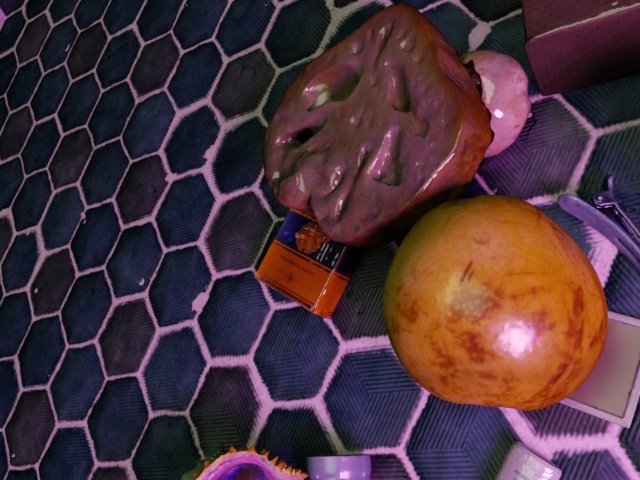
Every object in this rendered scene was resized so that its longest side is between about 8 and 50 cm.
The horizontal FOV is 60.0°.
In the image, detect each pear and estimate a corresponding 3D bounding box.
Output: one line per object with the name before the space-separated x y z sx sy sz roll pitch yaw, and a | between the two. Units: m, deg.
pear | 0.213 0.079 0.708 0.281 0.281 0.280 -10 69 28

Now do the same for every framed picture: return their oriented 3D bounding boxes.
framed picture | 0.348 0.155 0.768 0.183 0.011 0.142 16 83 33

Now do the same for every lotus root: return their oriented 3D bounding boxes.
lotus root | 0.077 -0.177 0.862 0.390 0.111 0.374 21 89 45

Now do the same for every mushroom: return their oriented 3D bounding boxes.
mushroom | 0.256 -0.215 0.872 0.127 0.166 0.166 -15 57 -23

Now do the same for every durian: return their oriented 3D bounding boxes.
durian | -0.146 0.450 0.873 0.154 0.186 0.260 30 65 24

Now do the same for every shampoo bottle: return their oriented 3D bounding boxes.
shampoo bottle | 0.245 0.369 0.742 0.069 0.041 0.190 30 91 29

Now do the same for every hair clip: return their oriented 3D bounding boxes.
hair clip | 0.426 0.036 0.736 0.083 0.048 0.275 -22 64 -3

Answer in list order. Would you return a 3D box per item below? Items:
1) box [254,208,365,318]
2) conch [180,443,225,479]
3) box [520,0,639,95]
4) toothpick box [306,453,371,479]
box | 0.000 0.000 0.995 0.152 0.070 0.237 26 90 34
conch | -0.207 0.454 0.965 0.095 0.079 0.200 8 92 25
box | 0.431 -0.331 0.777 0.273 0.184 0.143 -10 73 29
toothpick box | 0.030 0.401 0.825 0.101 0.101 0.153 -14 66 27
